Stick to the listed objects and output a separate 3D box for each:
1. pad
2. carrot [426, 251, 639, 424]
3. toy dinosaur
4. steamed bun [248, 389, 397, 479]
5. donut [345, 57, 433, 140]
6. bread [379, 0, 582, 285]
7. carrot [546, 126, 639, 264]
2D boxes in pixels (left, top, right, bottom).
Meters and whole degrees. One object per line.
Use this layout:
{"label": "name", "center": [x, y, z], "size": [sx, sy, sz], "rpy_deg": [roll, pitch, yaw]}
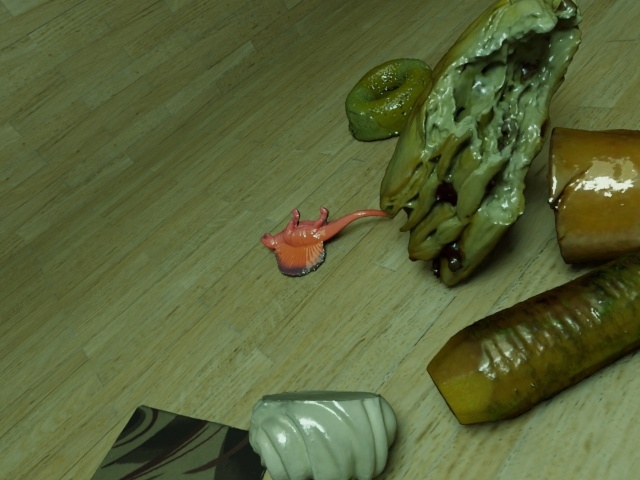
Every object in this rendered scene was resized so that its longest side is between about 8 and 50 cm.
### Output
{"label": "pad", "center": [-0.233, 0.363, 0.691], "size": [0.330, 0.004, 0.220], "rpy_deg": [-4, 43, 34]}
{"label": "carrot", "center": [0.272, 0.109, 0.537], "size": [0.302, 0.114, 0.114], "rpy_deg": [-28, 35, 1]}
{"label": "toy dinosaur", "center": [-0.005, 0.006, 0.926], "size": [0.286, 0.070, 0.138], "rpy_deg": [-4, 53, 29]}
{"label": "steamed bun", "center": [0.000, 0.234, 0.552], "size": [0.183, 0.183, 0.106], "rpy_deg": [-11, 73, 27]}
{"label": "donut", "center": [0.181, -0.371, 1.209], "size": [0.272, 0.107, 0.272], "rpy_deg": [-21, 37, 17]}
{"label": "bread", "center": [0.216, -0.157, 0.678], "size": [0.192, 0.370, 0.314], "rpy_deg": [21, 47, 8]}
{"label": "carrot", "center": [0.425, -0.063, 0.569], "size": [0.254, 0.196, 0.196], "rpy_deg": [-2, 44, 33]}
